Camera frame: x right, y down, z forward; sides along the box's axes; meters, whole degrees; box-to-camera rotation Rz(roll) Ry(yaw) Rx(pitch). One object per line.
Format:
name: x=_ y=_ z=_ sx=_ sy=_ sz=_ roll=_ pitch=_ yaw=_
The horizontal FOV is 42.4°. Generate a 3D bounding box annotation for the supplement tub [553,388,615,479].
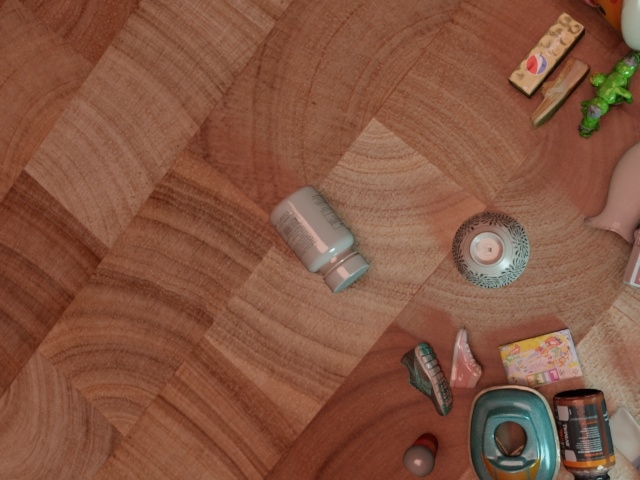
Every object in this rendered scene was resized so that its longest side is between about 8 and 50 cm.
supplement tub: x=0.546 y=0.411 z=1.697 sx=0.106 sy=0.106 sz=0.198 roll=-10 pitch=85 yaw=16

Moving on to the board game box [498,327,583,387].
board game box: x=0.470 y=0.257 z=1.764 sx=0.154 sy=0.026 sz=0.103 roll=-18 pitch=84 yaw=15

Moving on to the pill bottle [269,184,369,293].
pill bottle: x=0.000 y=0.000 z=1.857 sx=0.131 sy=0.131 sz=0.229 roll=-41 pitch=78 yaw=12

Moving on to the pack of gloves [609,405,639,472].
pack of gloves: x=0.681 y=0.409 z=1.623 sx=0.232 sy=0.046 sz=0.195 roll=52 pitch=124 yaw=28

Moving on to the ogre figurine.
ogre figurine: x=0.598 y=-0.309 z=1.693 sx=0.197 sy=0.118 sz=0.097 roll=-37 pitch=79 yaw=12

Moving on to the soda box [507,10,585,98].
soda box: x=0.483 y=-0.395 z=1.761 sx=0.061 sy=0.058 sz=0.181 roll=42 pitch=101 yaw=14

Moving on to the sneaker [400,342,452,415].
sneaker: x=0.233 y=0.313 z=1.825 sx=0.076 sy=0.065 sz=0.166 roll=-29 pitch=77 yaw=31

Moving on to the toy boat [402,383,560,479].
toy boat: x=0.338 y=0.443 z=1.730 sx=0.318 sy=0.148 sz=0.267 roll=-9 pitch=93 yaw=18

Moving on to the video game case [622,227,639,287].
video game case: x=0.711 y=-0.031 z=1.628 sx=0.025 sy=0.204 sz=0.285 roll=24 pitch=98 yaw=57

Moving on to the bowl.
bowl: x=0.363 y=0.019 z=1.775 sx=0.170 sy=0.080 sz=0.170 roll=-1 pitch=88 yaw=16

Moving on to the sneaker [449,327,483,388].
sneaker: x=0.323 y=0.259 z=1.797 sx=0.070 sy=0.051 sz=0.134 roll=7 pitch=94 yaw=15

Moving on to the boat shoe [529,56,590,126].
boat shoe: x=0.499 y=-0.318 z=1.756 sx=0.059 sy=0.063 sz=0.170 roll=42 pitch=91 yaw=16

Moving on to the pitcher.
pitcher: x=0.664 y=-0.085 z=1.670 sx=0.178 sy=0.125 sz=0.207 roll=31 pitch=107 yaw=13

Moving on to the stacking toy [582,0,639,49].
stacking toy: x=0.544 y=-0.622 z=1.668 sx=0.480 sy=0.350 sz=0.350 roll=35 pitch=99 yaw=33
